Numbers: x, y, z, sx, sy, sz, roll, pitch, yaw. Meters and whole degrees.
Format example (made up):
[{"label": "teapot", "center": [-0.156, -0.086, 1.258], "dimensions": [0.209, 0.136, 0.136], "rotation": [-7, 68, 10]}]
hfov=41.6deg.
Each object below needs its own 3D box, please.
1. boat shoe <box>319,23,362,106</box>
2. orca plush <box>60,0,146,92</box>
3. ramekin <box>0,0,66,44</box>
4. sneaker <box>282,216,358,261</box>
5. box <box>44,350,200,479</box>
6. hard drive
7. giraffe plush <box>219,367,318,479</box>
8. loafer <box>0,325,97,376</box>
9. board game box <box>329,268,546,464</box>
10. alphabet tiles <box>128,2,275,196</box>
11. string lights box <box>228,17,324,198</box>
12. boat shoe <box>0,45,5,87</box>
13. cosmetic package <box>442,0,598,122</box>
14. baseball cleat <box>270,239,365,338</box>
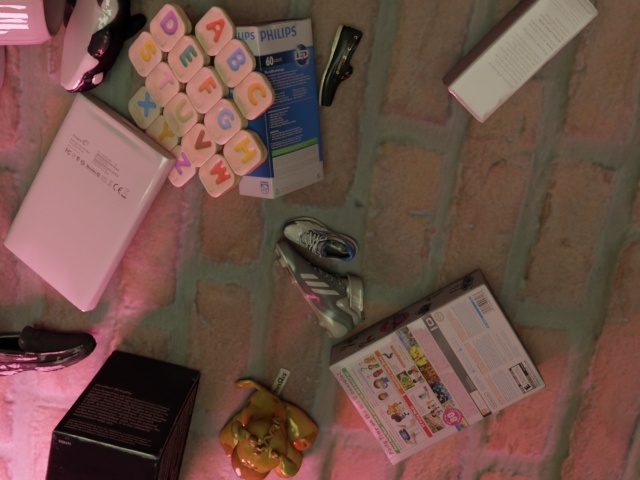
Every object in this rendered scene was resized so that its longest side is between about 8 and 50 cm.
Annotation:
[{"label": "boat shoe", "center": [0.030, -0.274, 1.343], "dimensions": [0.042, 0.049, 0.133], "rotation": [20, 104, 5]}, {"label": "orca plush", "center": [-0.330, -0.370, 1.335], "dimensions": [0.151, 0.102, 0.287], "rotation": [18, 102, 45]}, {"label": "ramekin", "center": [-0.444, -0.409, 1.221], "dimensions": [0.127, 0.273, 0.273], "rotation": [6, 108, -8]}, {"label": "sneaker", "center": [0.000, 0.000, 1.429], "dimensions": [0.135, 0.058, 0.052], "rotation": [17, 108, -1]}, {"label": "box", "center": [-0.346, 0.396, 1.453], "dimensions": [0.183, 0.294, 0.296], "rotation": [15, 108, 1]}, {"label": "hard drive", "center": [-0.391, -0.064, 1.409], "dimensions": [0.203, 0.040, 0.307], "rotation": [37, 108, 14]}, {"label": "giraffe plush", "center": [-0.097, 0.355, 1.489], "dimensions": [0.181, 0.170, 0.210], "rotation": [9, 108, 1]}, {"label": "loafer", "center": [-0.513, 0.192, 1.512], "dimensions": [0.223, 0.076, 0.078], "rotation": [-9, 115, 10]}, {"label": "board game box", "center": [0.200, 0.220, 1.468], "dimensions": [0.303, 0.097, 0.224], "rotation": [-29, 103, 11]}, {"label": "alphabet tiles", "center": [-0.195, -0.214, 1.309], "dimensions": [0.278, 0.021, 0.284], "rotation": [-34, 85, 39]}, {"label": "string lights box", "center": [-0.070, -0.208, 1.319], "dimensions": [0.077, 0.133, 0.259], "rotation": [9, 112, 37]}, {"label": "boat shoe", "center": [-0.584, -0.353, 1.338], "dimensions": [0.088, 0.096, 0.267], "rotation": [10, 126, 32]}, {"label": "cosmetic package", "center": [0.298, -0.293, 1.286], "dimensions": [0.085, 0.117, 0.231], "rotation": [42, 106, -9]}, {"label": "baseball cleat", "center": [0.005, 0.068, 1.455], "dimensions": [0.109, 0.072, 0.206], "rotation": [-33, 108, -1]}]
